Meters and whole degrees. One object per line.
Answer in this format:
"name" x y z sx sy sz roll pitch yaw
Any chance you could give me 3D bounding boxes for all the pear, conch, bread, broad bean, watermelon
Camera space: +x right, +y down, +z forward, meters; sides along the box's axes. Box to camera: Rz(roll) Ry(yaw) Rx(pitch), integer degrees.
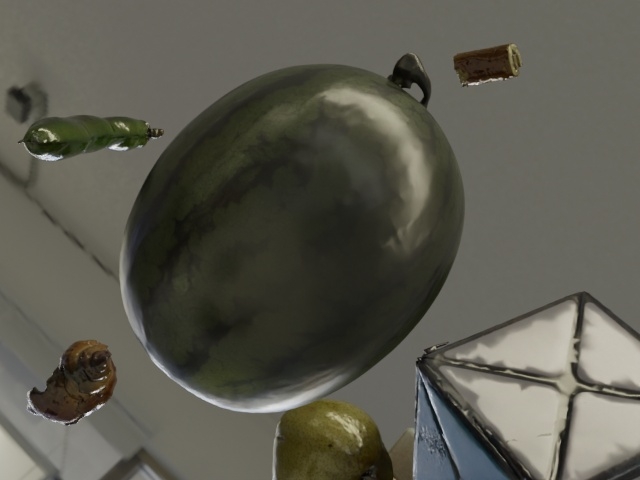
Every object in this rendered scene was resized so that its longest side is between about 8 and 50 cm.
"pear" 0.014 0.288 1.303 0.137 0.167 0.167 18 -42 39
"conch" -0.303 0.184 1.221 0.080 0.086 0.233 52 -55 10
"bread" 0.211 -0.223 1.266 0.083 0.036 0.047 -3 -53 37
"broad bean" -0.256 -0.114 1.087 0.065 0.254 0.046 12 -78 17
"watermelon" -0.018 -0.013 0.917 0.279 0.359 0.279 44 -5 5

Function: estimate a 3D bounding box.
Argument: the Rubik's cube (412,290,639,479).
"Rubik's cube" 0.312 0.296 1.345 0.305 0.310 0.306 47 -32 45

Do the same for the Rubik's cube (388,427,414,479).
"Rubik's cube" 0.212 0.549 1.654 0.316 0.318 0.322 40 1 37
